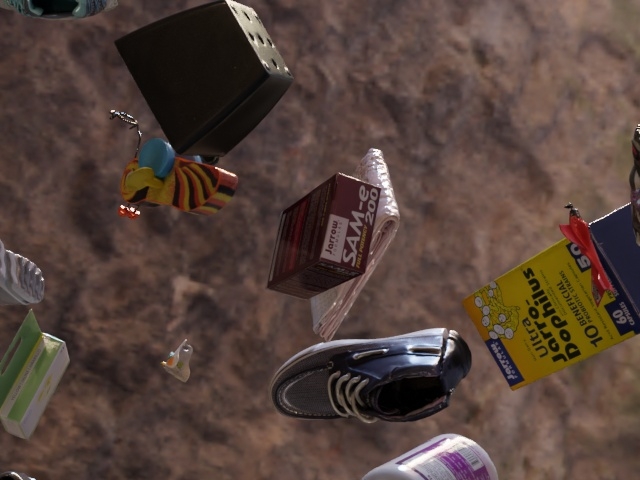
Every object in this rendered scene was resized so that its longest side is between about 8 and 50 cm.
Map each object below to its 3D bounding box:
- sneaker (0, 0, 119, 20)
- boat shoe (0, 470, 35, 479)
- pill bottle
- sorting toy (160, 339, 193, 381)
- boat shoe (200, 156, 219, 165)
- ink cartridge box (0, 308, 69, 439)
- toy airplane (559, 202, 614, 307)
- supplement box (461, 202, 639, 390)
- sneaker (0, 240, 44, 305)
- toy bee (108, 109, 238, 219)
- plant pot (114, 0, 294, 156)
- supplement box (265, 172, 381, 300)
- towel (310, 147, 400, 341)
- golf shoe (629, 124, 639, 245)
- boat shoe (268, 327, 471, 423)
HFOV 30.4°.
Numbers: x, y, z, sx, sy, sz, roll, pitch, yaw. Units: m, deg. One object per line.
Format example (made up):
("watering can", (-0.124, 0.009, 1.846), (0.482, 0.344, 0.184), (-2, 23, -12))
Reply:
("sneaker", (-0.502, -0.446, 2.084), (0.122, 0.283, 0.110), (-49, -41, -52))
("boat shoe", (-0.433, 0.491, 1.673), (0.095, 0.112, 0.335), (82, 176, -60))
("pill bottle", (0.159, 0.440, 1.961), (0.301, 0.169, 0.169), (-13, -68, -52))
("sorting toy", (-0.308, 0.258, 2.587), (0.075, 0.045, 0.083), (-59, -26, -20))
("boat shoe", (-0.227, -0.242, 2.158), (0.095, 0.079, 0.254), (-27, -39, -26))
("ink cartridge box", (-0.516, 0.242, 2.094), (0.235, 0.056, 0.171), (106, -173, -65))
("toy airplane", (0.369, 0.017, 1.622), (0.151, 0.028, 0.151), (48, -150, -39))
("supplement box", (0.451, 0.095, 2.049), (0.195, 0.356, 0.194), (-24, -99, -36))
("sneaker", (-0.608, 0.045, 2.071), (0.281, 0.115, 0.105), (54, -156, -47))
("toy bee", (-0.277, -0.097, 2.062), (0.195, 0.298, 0.162), (19, -81, -34))
("plant pot", (-0.151, -0.244, 1.691), (0.188, 0.167, 0.187), (59, -165, 6))
("supplement box", (0.000, 0.000, 1.691), (0.239, 0.073, 0.130), (150, 133, -67))
("towel", (0.059, 0.000, 2.440), (0.317, 0.053, 0.332), (-59, 18, 23))
("golf shoe", (0.397, -0.032, 1.299), (0.273, 0.105, 0.120), (-70, -13, -64))
("boat shoe", (0.059, 0.226, 1.831), (0.158, 0.340, 0.127), (-47, -63, -69))
